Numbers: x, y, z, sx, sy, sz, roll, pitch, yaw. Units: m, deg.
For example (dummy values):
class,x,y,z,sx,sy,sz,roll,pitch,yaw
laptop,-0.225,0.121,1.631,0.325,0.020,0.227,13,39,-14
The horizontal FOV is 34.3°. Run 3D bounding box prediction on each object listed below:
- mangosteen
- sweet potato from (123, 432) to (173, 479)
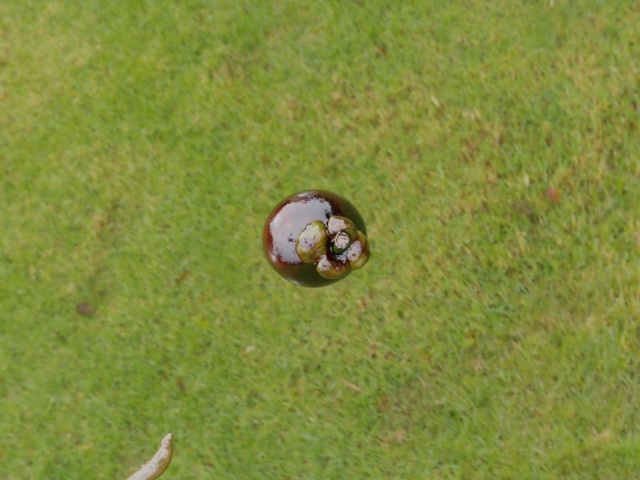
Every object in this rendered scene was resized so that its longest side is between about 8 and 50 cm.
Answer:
class,x,y,z,sx,sy,sz,roll,pitch,yaw
mangosteen,0.000,0.000,1.239,0.140,0.140,0.140,-10,63,20
sweet potato,-0.158,0.210,0.886,0.115,0.026,0.026,-47,55,15
